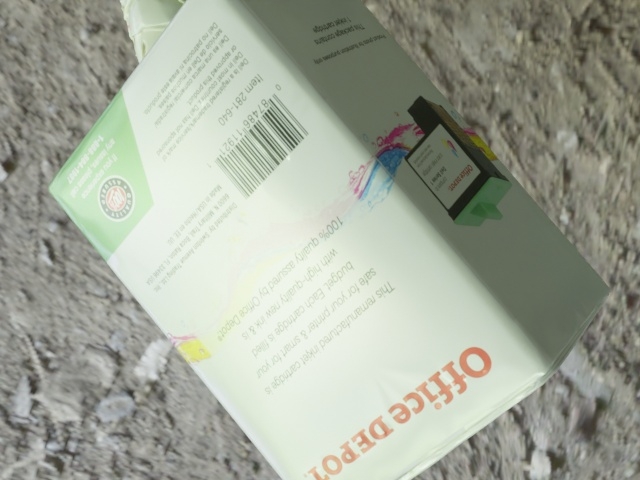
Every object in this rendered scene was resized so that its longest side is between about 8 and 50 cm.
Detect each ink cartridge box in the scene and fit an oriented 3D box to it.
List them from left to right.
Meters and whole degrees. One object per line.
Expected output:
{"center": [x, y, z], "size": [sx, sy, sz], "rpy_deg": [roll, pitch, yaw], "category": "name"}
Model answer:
{"center": [0.000, 0.000, 0.693], "size": [0.278, 0.117, 0.201], "rpy_deg": [50, 127, 5], "category": "ink cartridge box"}

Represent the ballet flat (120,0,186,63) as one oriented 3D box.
{"center": [-0.104, -0.133, 0.907], "size": [0.091, 0.241, 0.077], "rpy_deg": [1, 45, 17], "category": "ballet flat"}
